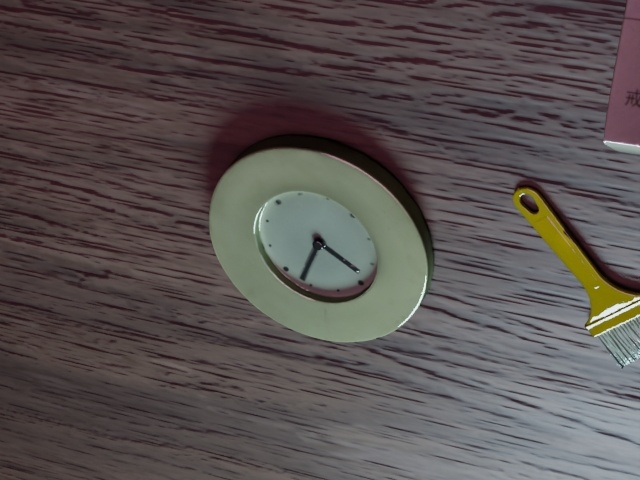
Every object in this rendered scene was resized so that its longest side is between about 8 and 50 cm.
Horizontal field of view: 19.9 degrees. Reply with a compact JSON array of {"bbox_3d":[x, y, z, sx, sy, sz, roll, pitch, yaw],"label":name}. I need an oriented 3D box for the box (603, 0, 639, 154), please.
[{"bbox_3d":[0.314,-0.182,1.350,0.164,0.069,0.256,10,90,23],"label":"box"}]

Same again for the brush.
[{"bbox_3d":[0.246,0.029,1.685,0.205,0.011,0.083,49,134,-10],"label":"brush"}]

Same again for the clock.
[{"bbox_3d":[0.000,0.000,1.797,0.235,0.029,0.235,14,130,18],"label":"clock"}]
